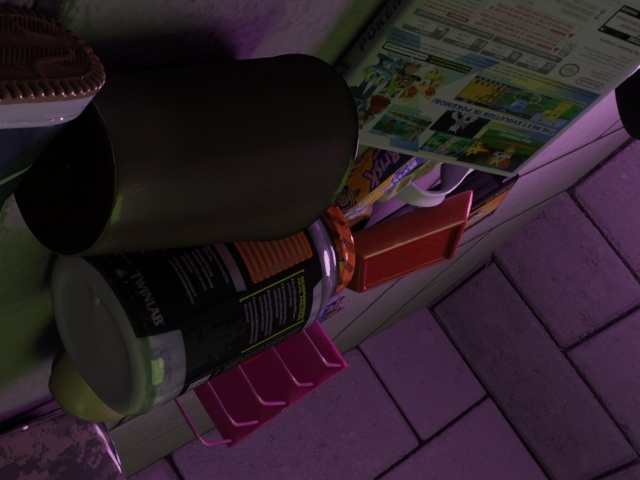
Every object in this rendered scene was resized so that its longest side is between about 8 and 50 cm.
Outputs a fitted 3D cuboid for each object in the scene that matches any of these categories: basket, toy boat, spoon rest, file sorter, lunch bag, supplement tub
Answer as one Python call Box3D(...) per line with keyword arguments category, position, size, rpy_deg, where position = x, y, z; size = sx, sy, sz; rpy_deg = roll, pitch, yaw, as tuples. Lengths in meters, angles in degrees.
Box3D(category="basket", position=(-0.113, -0.065, 0.669), size=(0.204, 0.154, 0.227), rpy_deg=(-33, 167, 38))
Box3D(category="toy boat", position=(-0.226, 0.129, 1.162), size=(0.318, 0.148, 0.267), rpy_deg=(-9, 148, -46))
Box3D(category="spoon rest", position=(0.226, -0.121, 1.461), size=(0.276, 0.084, 0.137), rpy_deg=(-23, 163, -38))
Box3D(category="file sorter", position=(-0.134, 0.241, 1.620), size=(0.291, 0.202, 0.182), rpy_deg=(-35, 166, 4))
Box3D(category="lunch bag", position=(-0.499, 0.411, 1.353), size=(0.256, 0.212, 0.305), rpy_deg=(-23, 177, 42))
Box3D(category="supplement tub", position=(-0.121, 0.048, 0.950), size=(0.316, 0.193, 0.193), rpy_deg=(-23, 163, -38))

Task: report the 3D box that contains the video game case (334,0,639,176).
Box3D(category="video game case", position=(0.191, -0.191, 0.916), size=(0.329, 0.036, 0.300), rpy_deg=(8, 143, -34))

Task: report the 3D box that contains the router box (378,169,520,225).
Box3D(category="router box", position=(0.258, -0.048, 1.813), size=(0.309, 0.081, 0.243), rpy_deg=(-32, 167, -11))

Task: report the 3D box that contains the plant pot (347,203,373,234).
Box3D(category="plant pot", position=(0.000, 0.000, 1.453), size=(0.236, 0.032, 0.236), rpy_deg=(-33, 168, -8))

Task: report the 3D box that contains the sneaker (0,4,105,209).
Box3D(category="sneaker", position=(-0.255, -0.053, 0.451), size=(0.153, 0.099, 0.282), rpy_deg=(-43, 168, 27))

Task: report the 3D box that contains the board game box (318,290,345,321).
Box3D(category="board game box", position=(-0.021, 0.159, 1.927), size=(0.194, 0.060, 0.194), rpy_deg=(-29, 166, -26))

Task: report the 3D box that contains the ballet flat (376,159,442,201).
Box3D(category="ballet flat", position=(0.141, -0.121, 1.321), size=(0.168, 0.057, 0.052), rpy_deg=(-39, 139, 12))

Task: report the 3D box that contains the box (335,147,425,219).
Box3D(category="box", position=(0.083, -0.100, 1.237), size=(0.169, 0.054, 0.059), rpy_deg=(-40, 166, 22))

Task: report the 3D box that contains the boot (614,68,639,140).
Box3D(category="boot", position=(0.490, -0.267, 1.278), size=(0.096, 0.264, 0.280), rpy_deg=(-8, 175, 19))

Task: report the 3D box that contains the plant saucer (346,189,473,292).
Box3D(category="plant saucer", position=(0.159, 0.016, 1.571), size=(0.258, 0.047, 0.259), rpy_deg=(-20, 161, -6))
